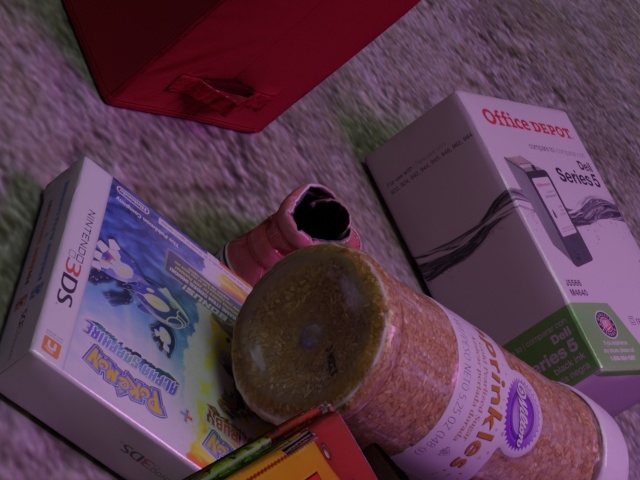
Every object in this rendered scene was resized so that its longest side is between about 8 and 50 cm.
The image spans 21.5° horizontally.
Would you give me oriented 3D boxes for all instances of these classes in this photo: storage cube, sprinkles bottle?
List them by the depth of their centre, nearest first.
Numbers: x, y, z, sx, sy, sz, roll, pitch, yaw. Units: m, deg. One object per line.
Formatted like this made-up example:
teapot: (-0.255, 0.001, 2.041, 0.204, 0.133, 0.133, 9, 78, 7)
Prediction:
sprinkles bottle: (0.086, 0.116, 1.145, 0.355, 0.121, 0.121, 32, 34, -50)
storage cube: (-0.068, -0.217, 1.259, 0.183, 0.193, 0.215, 7, 52, -53)

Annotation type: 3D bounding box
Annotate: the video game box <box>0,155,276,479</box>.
video game box: (-0.100, 0.070, 1.055, 0.205, 0.048, 0.187, 39, 34, -25)

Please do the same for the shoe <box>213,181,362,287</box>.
shoe: (0.000, 0.000, 1.238, 0.178, 0.081, 0.063, -12, 69, -59)

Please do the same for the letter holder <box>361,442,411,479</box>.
letter holder: (0.061, 0.307, 0.960, 0.302, 0.214, 0.152, 48, -2, -8)

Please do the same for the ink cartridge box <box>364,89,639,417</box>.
ink cartridge box: (0.183, 0.017, 1.452, 0.198, 0.115, 0.273, 3, 56, -54)

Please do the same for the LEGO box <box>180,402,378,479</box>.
LEGO box: (0.005, 0.346, 0.657, 0.500, 0.193, 0.372, 60, 15, 5)
